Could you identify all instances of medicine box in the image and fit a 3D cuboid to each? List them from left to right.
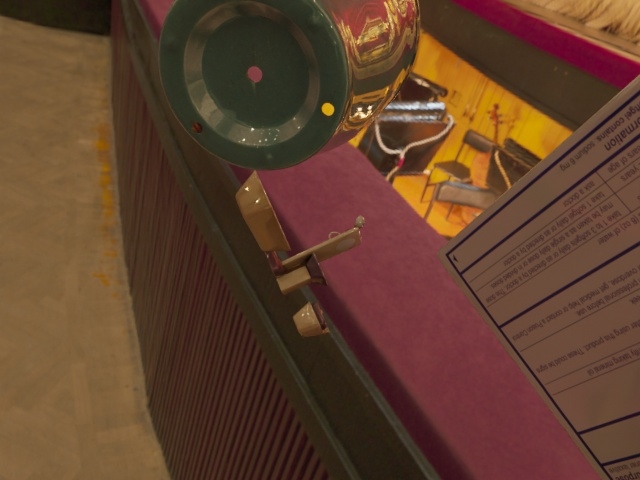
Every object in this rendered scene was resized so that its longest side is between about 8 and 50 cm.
[{"bbox_3d":[0.293,0.037,0.435,0.149,0.263,0.289,-23,72,-39],"label":"medicine box"}]

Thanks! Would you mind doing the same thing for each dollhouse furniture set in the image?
[{"bbox_3d":[0.000,0.000,0.368,0.081,0.114,0.091,-24,62,-3],"label":"dollhouse furniture set"}]

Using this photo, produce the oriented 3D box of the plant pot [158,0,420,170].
[{"bbox_3d":[-0.034,-0.206,0.573,0.271,0.272,0.255,18,33,2],"label":"plant pot"}]
